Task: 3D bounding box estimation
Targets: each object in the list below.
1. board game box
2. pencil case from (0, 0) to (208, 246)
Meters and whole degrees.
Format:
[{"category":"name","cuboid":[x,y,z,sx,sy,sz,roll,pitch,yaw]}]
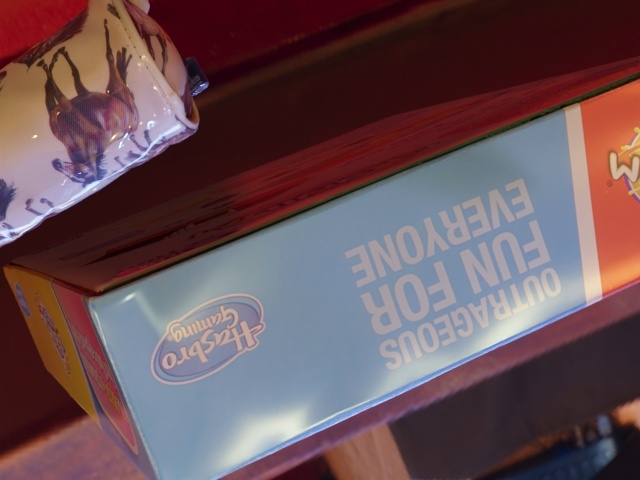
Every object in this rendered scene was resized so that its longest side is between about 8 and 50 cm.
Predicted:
[{"category":"board game box","cuboid":[0.000,0.000,0.508,0.242,0.316,0.064,-22,98,-17]},{"category":"pencil case","cuboid":[-0.314,-0.090,1.167,0.410,0.183,0.160,-30,128,12]}]
